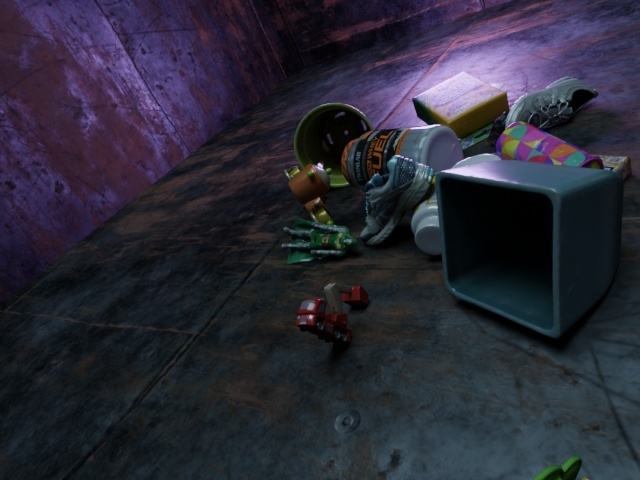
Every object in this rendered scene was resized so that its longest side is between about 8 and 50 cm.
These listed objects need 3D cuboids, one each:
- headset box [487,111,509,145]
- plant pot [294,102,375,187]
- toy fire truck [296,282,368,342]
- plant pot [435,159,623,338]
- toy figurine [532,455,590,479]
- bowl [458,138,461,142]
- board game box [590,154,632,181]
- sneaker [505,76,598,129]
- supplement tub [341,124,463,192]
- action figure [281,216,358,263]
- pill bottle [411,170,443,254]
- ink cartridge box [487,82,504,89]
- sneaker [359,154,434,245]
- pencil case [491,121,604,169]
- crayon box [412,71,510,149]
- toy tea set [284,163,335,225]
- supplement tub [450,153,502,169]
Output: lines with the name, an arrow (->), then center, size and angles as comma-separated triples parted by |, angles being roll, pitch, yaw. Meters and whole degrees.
headset box -> 0.516, -0.318, 1.428 | 0.032, 0.083, 0.062 | 39, 65, 22
plant pot -> 0.073, -0.350, 1.717 | 0.276, 0.275, 0.254 | -18, 17, 19
toy fire truck -> 0.029, 0.138, 1.018 | 0.047, 0.192, 0.135 | -9, 61, 34
plant pot -> 0.388, -0.024, 0.875 | 0.252, 0.246, 0.248 | -21, 23, -25
toy figurine -> 0.295, 0.332, 0.517 | 0.173, 0.130, 0.159 | -16, 33, -33
bowl -> 0.337, -0.275, 1.505 | 0.142, 0.053, 0.142 | -17, 22, -25
board game box -> 0.554, -0.120, 1.086 | 0.193, 0.045, 0.147 | -39, 30, -20
sneaker -> 0.634, -0.366, 1.371 | 0.281, 0.105, 0.115 | -36, 35, -8
supplement tub -> 0.219, -0.219, 1.395 | 0.316, 0.193, 0.193 | 8, 44, 49
action figure -> 0.000, 0.000, 1.325 | 0.232, 0.137, 0.064 | 2, -5, 36
pill bottle -> 0.279, -0.063, 1.157 | 0.117, 0.117, 0.215 | -10, 32, 30
ink cartridge box -> 0.549, -0.507, 1.769 | 0.179, 0.045, 0.145 | 8, 42, 34
sneaker -> 0.158, -0.102, 1.216 | 0.283, 0.122, 0.110 | -56, 3, 44
pencil case -> 0.477, -0.171, 1.054 | 0.105, 0.104, 0.236 | -30, 36, -5
crayon box -> 0.461, -0.429, 1.608 | 0.203, 0.083, 0.323 | -28, 36, 0
toy tea set -> -0.009, -0.156, 1.493 | 0.124, 0.200, 0.336 | -34, 22, 4
supplement tub -> 0.345, -0.073, 1.037 | 0.117, 0.190, 0.117 | -21, 29, 12
